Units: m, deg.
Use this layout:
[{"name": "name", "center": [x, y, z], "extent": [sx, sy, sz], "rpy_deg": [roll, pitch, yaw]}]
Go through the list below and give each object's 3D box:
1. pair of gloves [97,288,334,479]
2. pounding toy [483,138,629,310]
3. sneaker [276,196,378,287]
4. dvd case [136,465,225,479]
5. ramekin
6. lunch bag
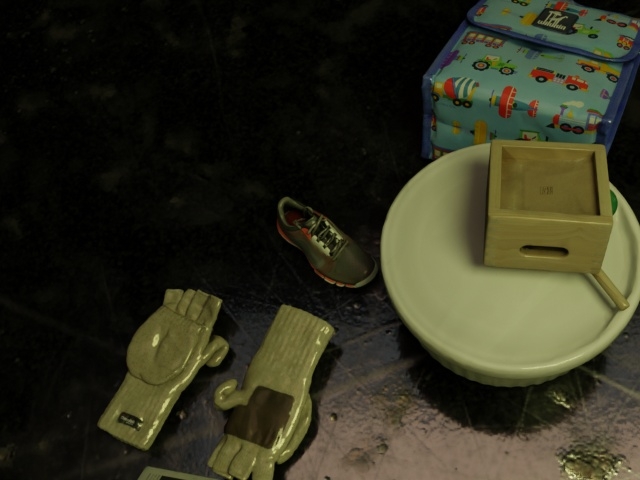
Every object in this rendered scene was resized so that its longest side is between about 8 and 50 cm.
[{"name": "pair of gloves", "center": [-0.117, 0.162, 0.890], "extent": [0.240, 0.042, 0.204], "rpy_deg": [11, 68, 18]}, {"name": "pounding toy", "center": [0.233, -0.017, 0.752], "extent": [0.141, 0.100, 0.130], "rpy_deg": [4, 48, 10]}, {"name": "sneaker", "center": [0.000, 0.000, 0.940], "extent": [0.158, 0.065, 0.061], "rpy_deg": [34, 73, 25]}, {"name": "dvd case", "center": [-0.118, 0.315, 0.747], "extent": [0.238, 0.029, 0.179], "rpy_deg": [0, 37, 27]}, {"name": "ramekin", "center": [0.205, 0.036, 0.846], "extent": [0.273, 0.127, 0.273], "rpy_deg": [-5, 61, 8]}, {"name": "lunch bag", "center": [0.284, -0.219, 0.987], "extent": [0.221, 0.138, 0.293], "rpy_deg": [17, 54, 20]}]
